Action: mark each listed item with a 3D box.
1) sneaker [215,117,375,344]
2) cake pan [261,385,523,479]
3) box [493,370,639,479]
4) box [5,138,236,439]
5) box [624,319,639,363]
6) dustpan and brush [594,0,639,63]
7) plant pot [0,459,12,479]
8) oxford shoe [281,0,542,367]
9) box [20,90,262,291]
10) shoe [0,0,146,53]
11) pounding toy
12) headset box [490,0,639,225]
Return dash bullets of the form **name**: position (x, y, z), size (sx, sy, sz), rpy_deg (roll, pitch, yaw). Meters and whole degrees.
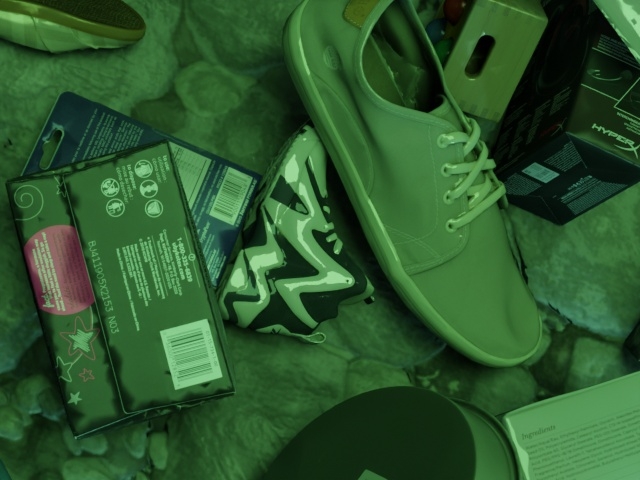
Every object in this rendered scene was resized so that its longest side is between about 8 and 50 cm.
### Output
- **sneaker**: position (0.000, 0.000, 1.666), size (0.153, 0.094, 0.235), rpy_deg (27, 69, -11)
- **cake pan**: position (0.048, 0.253, 1.514), size (0.054, 0.293, 0.293), rpy_deg (51, 62, -35)
- **box**: position (0.243, 0.220, 1.638), size (0.182, 0.181, 0.119), rpy_deg (-15, 81, -21)
- **box**: position (-0.190, 0.046, 1.536), size (0.163, 0.142, 0.247), rpy_deg (-15, 90, -10)
- **box**: position (0.584, 0.100, 1.760), size (0.395, 0.097, 0.318), rpy_deg (34, 100, -7)
- **dustpan and brush**: position (0.359, -0.273, 1.648), size (0.211, 0.060, 0.147), rpy_deg (-32, 81, -15)
- **plant pot**: position (-0.380, 0.253, 1.384), size (0.272, 0.255, 0.271), rpy_deg (5, 74, -17)
- **oxford shoe**: position (0.118, -0.063, 1.655), size (0.169, 0.130, 0.449), rpy_deg (-44, 109, -48)
- **box**: position (-0.187, -0.050, 1.645), size (0.225, 0.036, 0.136), rpy_deg (24, 69, -8)
- **shoe**: position (-0.289, -0.234, 1.659), size (0.219, 0.058, 0.076), rpy_deg (12, 41, -19)
- **pounding toy**: position (0.175, -0.261, 1.758), size (0.094, 0.181, 0.206), rpy_deg (18, 27, -13)
- **headset box**: position (0.301, -0.189, 1.749), size (0.110, 0.218, 0.293), rpy_deg (24, 69, -11)
